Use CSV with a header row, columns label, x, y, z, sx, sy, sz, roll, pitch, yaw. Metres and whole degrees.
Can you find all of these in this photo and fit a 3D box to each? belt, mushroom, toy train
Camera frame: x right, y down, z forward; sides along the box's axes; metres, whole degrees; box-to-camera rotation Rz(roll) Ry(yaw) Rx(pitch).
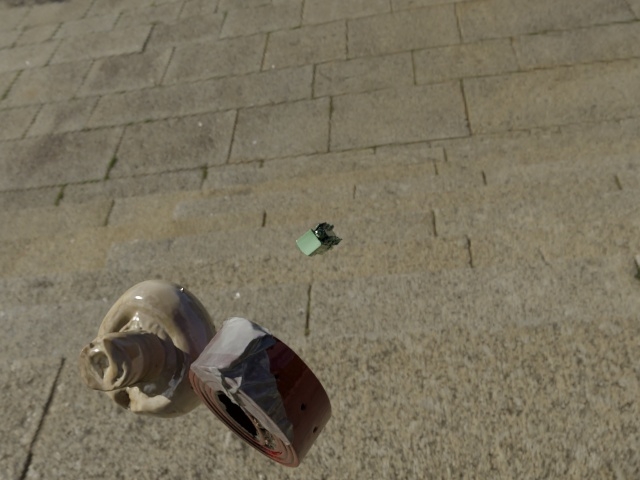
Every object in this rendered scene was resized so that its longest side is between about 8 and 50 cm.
label,x,y,z,sx,sy,sz,roll,pitch,yaw
belt,-0.107,0.259,1.148,0.227,0.324,0.115,18,56,29
mushroom,-0.362,0.227,1.350,0.292,0.290,0.292,0,91,27
toy train,0.000,0.000,0.996,0.053,0.083,0.033,-38,78,8
